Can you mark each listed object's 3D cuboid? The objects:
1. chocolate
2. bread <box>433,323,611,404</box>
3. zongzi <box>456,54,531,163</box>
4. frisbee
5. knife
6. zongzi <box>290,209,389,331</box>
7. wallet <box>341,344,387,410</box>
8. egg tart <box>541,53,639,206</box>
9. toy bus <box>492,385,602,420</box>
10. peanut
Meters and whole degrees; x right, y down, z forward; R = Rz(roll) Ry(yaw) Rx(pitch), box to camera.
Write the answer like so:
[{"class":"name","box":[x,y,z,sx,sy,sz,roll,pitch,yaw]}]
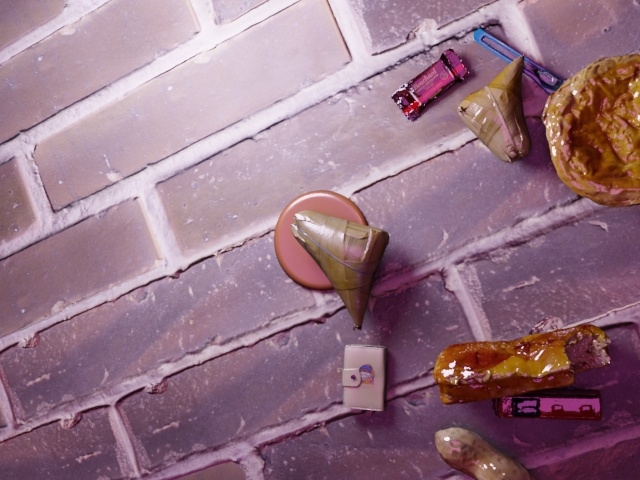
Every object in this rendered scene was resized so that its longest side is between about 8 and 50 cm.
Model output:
[{"class":"chocolate","box":[0.257,-0.366,1.696,0.182,0.028,0.086,-39,88,15]},{"class":"bread","box":[0.440,0.267,1.580,0.380,0.185,0.109,-12,95,16]},{"class":"zongzi","box":[0.430,-0.290,1.612,0.197,0.099,0.194,-41,80,10]},{"class":"frisbee","box":[0.000,0.000,1.788,0.250,0.021,0.251,0,91,16]},{"class":"knife","box":[0.467,-0.389,1.632,0.296,0.026,0.044,36,113,12]},{"class":"zongzi","box":[0.027,0.067,1.725,0.228,0.115,0.256,16,106,18]},{"class":"wallet","box":[0.107,0.332,1.756,0.110,0.039,0.155,2,93,13]},{"class":"egg tart","box":[0.647,-0.231,1.531,0.341,0.129,0.341,0,91,18]},{"class":"toy bus","box":[0.502,0.363,1.610,0.234,0.096,0.074,-2,89,15]},{"class":"peanut","box":[0.377,0.512,1.645,0.263,0.117,0.101,34,79,16]}]
